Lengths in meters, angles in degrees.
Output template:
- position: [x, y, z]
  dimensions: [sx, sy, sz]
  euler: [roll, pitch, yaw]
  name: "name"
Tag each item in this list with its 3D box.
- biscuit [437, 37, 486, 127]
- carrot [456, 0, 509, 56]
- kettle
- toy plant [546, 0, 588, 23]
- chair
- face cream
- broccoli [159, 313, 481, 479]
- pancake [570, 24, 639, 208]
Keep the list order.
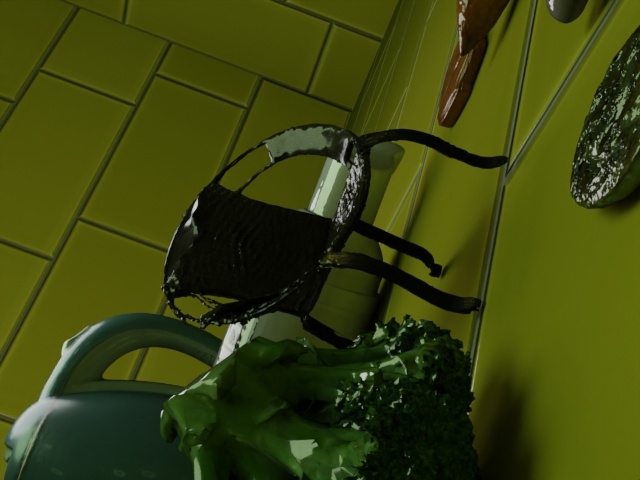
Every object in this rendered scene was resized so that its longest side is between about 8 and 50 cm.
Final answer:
- position: [0.142, -0.171, 1.072]
  dimensions: [0.130, 0.019, 0.102]
  euler: [-75, 5, -54]
  name: "biscuit"
- position: [0.159, -0.265, 0.951]
  dimensions: [0.072, 0.072, 0.205]
  euler: [-107, 36, -85]
  name: "carrot"
- position: [-0.198, 0.257, 1.268]
  dimensions: [0.247, 0.342, 0.319]
  euler: [118, 173, -74]
  name: "kettle"
- position: [0.148, -0.268, 0.636]
  dimensions: [0.232, 0.112, 0.243]
  euler: [-91, 3, -62]
  name: "toy plant"
- position: [0.000, 0.000, 0.733]
  dimensions: [0.149, 0.213, 0.174]
  euler: [105, -178, -56]
  name: "chair"
- position: [-0.014, 0.061, 1.109]
  dimensions: [0.145, 0.145, 0.370]
  euler: [-104, 34, -85]
  name: "face cream"
- position: [0.004, 0.114, 0.502]
  dimensions: [0.195, 0.156, 0.195]
  euler: [-37, -5, -4]
  name: "broccoli"
- position: [0.137, -0.061, 0.463]
  dimensions: [0.108, 0.017, 0.108]
  euler: [-158, 90, -84]
  name: "pancake"
